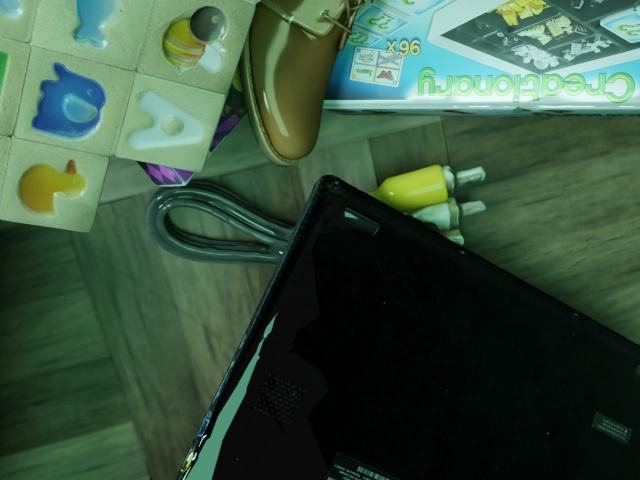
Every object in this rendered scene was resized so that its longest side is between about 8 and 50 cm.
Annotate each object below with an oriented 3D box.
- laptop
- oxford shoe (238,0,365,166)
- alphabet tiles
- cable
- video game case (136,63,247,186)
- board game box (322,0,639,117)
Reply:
[{"bbox_3d":[0.047,0.217,0.684,0.382,0.236,0.408,28,80,-16],"label":"laptop"},{"bbox_3d":[-0.005,-0.155,0.508,0.076,0.076,0.212,0,97,-55],"label":"oxford shoe"},{"bbox_3d":[-0.198,-0.141,0.372,0.342,0.011,0.285,10,119,-25],"label":"alphabet tiles"},{"bbox_3d":[0.000,0.000,0.649,0.287,0.072,0.139,1,123,3],"label":"cable"},{"bbox_3d":[-0.104,-0.189,0.487,0.210,0.041,0.232,-55,128,-28],"label":"video game case"},{"bbox_3d":[0.145,-0.182,0.503,0.305,0.053,0.193,6,95,27],"label":"board game box"}]
